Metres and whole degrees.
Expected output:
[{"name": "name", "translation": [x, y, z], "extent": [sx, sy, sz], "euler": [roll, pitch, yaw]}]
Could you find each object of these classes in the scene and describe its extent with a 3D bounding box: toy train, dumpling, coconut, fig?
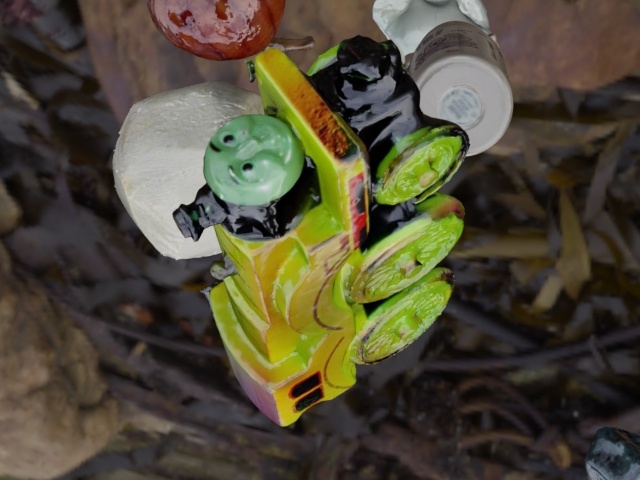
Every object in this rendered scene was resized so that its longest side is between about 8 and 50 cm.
[{"name": "toy train", "translation": [0.000, 0.000, 0.729], "extent": [0.161, 0.100, 0.296], "euler": [-30, 153, -13]}, {"name": "dumpling", "translation": [0.183, -0.276, 1.733], "extent": [0.229, 0.151, 0.124], "euler": [55, 166, -4]}, {"name": "coconut", "translation": [-0.115, -0.062, 1.135], "extent": [0.162, 0.161, 0.161], "euler": [-19, 132, 19]}, {"name": "fig", "translation": [-0.081, -0.212, 1.055], "extent": [0.128, 0.128, 0.150], "euler": [-3, 177, 22]}]

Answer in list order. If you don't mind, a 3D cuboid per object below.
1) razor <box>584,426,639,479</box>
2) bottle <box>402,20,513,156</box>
[{"name": "razor", "translation": [0.138, 0.078, 0.355], "extent": [0.190, 0.066, 0.033], "euler": [23, 102, -39]}, {"name": "bottle", "translation": [0.127, -0.156, 1.204], "extent": [0.110, 0.209, 0.097], "euler": [-13, 110, 9]}]
